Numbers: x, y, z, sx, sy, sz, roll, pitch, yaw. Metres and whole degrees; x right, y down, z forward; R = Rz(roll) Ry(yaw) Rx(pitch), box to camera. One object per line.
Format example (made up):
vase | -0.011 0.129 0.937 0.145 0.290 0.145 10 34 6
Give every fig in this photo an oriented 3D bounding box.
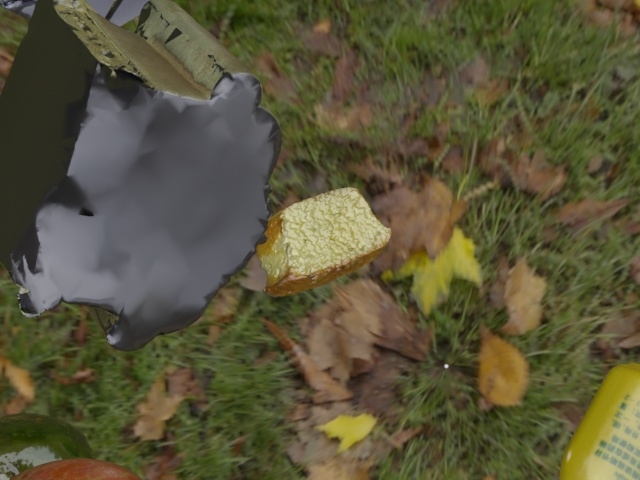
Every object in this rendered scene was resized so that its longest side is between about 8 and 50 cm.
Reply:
fig | -0.348 0.300 1.624 0.195 0.245 0.195 2 82 -15

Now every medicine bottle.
medicine bottle | 0.234 0.229 1.177 0.095 0.064 0.260 34 71 -3

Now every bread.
bread | 0.000 0.000 1.684 0.187 0.065 0.103 -18 75 -34

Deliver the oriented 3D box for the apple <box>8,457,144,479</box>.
apple | -0.236 0.300 1.309 0.188 0.174 0.188 -8 74 29

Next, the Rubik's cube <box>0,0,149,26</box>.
Rubik's cube | -0.281 -0.412 1.662 0.259 0.255 0.260 -25 79 13

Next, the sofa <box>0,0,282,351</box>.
sofa | -0.161 -0.064 1.159 0.200 0.182 0.258 45 116 46
